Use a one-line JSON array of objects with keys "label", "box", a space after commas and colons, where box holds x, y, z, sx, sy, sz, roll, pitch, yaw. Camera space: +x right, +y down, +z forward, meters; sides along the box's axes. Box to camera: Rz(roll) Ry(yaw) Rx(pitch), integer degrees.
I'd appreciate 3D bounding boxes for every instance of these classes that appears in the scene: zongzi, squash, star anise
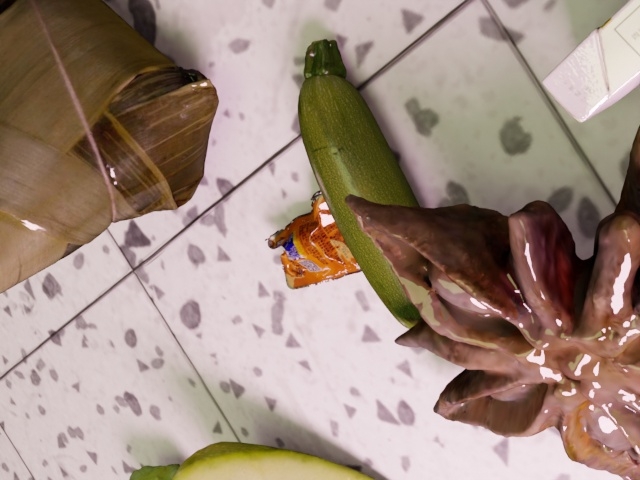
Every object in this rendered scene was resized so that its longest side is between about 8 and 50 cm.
[{"label": "zongzi", "box": [-0.289, -0.102, 0.617, 0.289, 0.317, 0.154, 41, 148, 14]}, {"label": "squash", "box": [0.037, -0.037, 0.569, 0.066, 0.066, 0.252, -24, 94, 39]}, {"label": "squash", "box": [0.002, 0.261, 0.697, 0.252, 0.093, 0.169, 1, 155, 36]}, {"label": "star anise", "box": [0.172, 0.044, 0.463, 0.292, 0.109, 0.350, -9, 126, 27]}]

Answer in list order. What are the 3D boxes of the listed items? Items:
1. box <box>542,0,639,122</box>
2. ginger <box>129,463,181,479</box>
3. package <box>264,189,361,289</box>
[{"label": "box", "box": [0.203, -0.133, 0.398, 0.040, 0.084, 0.154, 50, 129, 6]}, {"label": "ginger", "box": [-0.135, 0.392, 0.871, 0.137, 0.089, 0.290, -41, 89, 21]}, {"label": "package", "box": [0.000, 0.001, 0.633, 0.110, 0.033, 0.077, -25, 84, 35]}]
